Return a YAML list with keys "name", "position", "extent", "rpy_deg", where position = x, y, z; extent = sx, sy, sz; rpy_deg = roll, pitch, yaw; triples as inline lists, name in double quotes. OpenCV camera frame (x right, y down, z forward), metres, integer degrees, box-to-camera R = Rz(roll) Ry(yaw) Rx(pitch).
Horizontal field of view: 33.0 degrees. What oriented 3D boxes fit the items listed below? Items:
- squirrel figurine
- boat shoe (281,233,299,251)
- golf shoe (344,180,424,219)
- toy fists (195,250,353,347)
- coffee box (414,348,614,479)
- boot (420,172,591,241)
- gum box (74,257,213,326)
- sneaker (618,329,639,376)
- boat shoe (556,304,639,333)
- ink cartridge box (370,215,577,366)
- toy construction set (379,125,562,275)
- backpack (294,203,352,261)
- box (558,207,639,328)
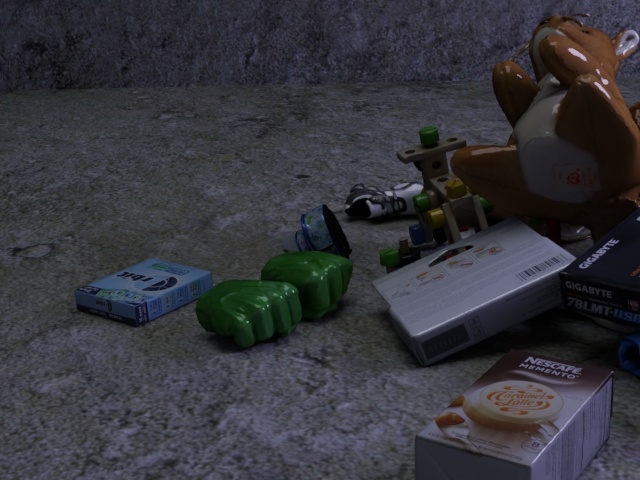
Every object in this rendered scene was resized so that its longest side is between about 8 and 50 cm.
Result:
- name: "squirrel figurine"
  position: [0.461, -0.194, 1.824]
  extent: [0.281, 0.397, 0.370]
  rpy_deg: [-41, 19, 39]
- name: "boat shoe"
  position: [-0.029, 0.009, 2.087]
  extent: [0.100, 0.035, 0.035]
  rpy_deg: [4, -8, 35]
- name: "golf shoe"
  position: [0.144, -0.072, 2.243]
  extent: [0.198, 0.077, 0.094]
  rpy_deg: [-3, 28, 25]
- name: "toy fists"
  position: [-0.061, 0.091, 1.744]
  extent: [0.142, 0.096, 0.279]
  rpy_deg: [0, 17, 44]
- name: "coffee box"
  position: [0.229, 0.227, 1.252]
  extent: [0.141, 0.098, 0.246]
  rpy_deg: [10, 24, 32]
- name: "boot"
  position: [0.359, -0.064, 2.102]
  extent: [0.236, 0.089, 0.269]
  rpy_deg: [-6, 18, -30]
- name: "gum box"
  position: [-0.307, 0.087, 1.886]
  extent: [0.157, 0.041, 0.184]
  rpy_deg: [11, 24, 38]
- name: "sneaker"
  position: [0.480, 0.128, 1.518]
  extent: [0.126, 0.091, 0.240]
  rpy_deg: [-1, 19, 11]
- name: "boat shoe"
  position: [0.396, 0.061, 1.727]
  extent: [0.112, 0.095, 0.335]
  rpy_deg: [-20, 24, -40]
- name: "ink cartridge box"
  position: [0.236, 0.072, 1.672]
  extent: [0.275, 0.060, 0.239]
  rpy_deg: [-24, 20, -5]
- name: "toy construction set"
  position: [0.266, -0.083, 1.927]
  extent: [0.309, 0.237, 0.257]
  rpy_deg: [-4, 18, 14]
- name: "backpack"
  position: [0.000, 0.000, 1.968]
  extent: [0.084, 0.114, 0.105]
  rpy_deg: [-22, 18, 8]
- name: "box"
  position: [0.538, 0.037, 1.512]
  extent: [0.293, 0.073, 0.295]
  rpy_deg: [17, 36, 43]
